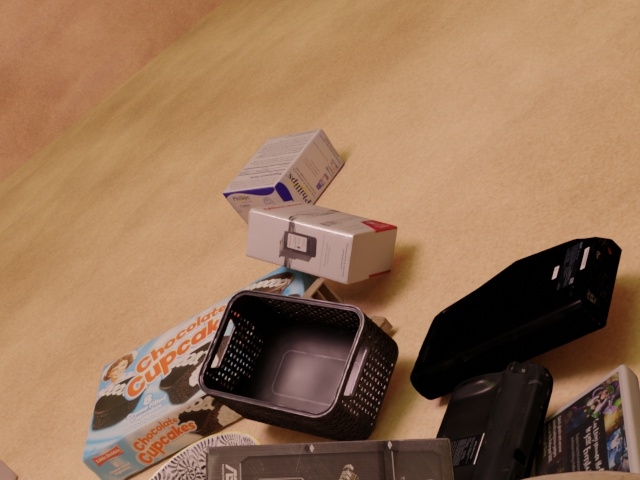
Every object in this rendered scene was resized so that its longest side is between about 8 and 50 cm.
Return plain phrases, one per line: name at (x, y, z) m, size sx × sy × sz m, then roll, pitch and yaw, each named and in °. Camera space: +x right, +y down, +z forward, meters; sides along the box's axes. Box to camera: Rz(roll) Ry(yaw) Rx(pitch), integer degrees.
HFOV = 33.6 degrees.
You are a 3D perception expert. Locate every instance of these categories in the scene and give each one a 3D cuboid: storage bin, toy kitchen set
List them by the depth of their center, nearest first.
storage bin at (-0.024, 0.131, 1.115) m, size 0.180 × 0.084 × 0.122 m, roll 6°, pitch 66°, yaw 36°
toy kitchen set at (0.019, 0.095, 1.202) m, size 0.068 × 0.075 × 0.083 m, roll -49°, pitch 24°, yaw -21°

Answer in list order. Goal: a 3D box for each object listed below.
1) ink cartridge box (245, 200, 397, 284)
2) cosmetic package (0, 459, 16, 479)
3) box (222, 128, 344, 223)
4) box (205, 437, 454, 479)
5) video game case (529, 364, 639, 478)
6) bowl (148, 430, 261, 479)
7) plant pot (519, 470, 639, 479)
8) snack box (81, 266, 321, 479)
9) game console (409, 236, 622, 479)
ink cartridge box at (0.000, 0.000, 1.287) m, size 0.151 × 0.063 × 0.109 m, roll 15°, pitch 14°, yaw 30°
cosmetic package at (-0.476, 0.375, 1.346) m, size 0.117 × 0.085 × 0.231 m, roll -30°, pitch 28°, yaw 12°
box at (-0.056, -0.095, 1.612) m, size 0.126 × 0.072 × 0.137 m, roll -4°, pitch 40°, yaw 48°
box at (0.011, 0.259, 0.748) m, size 0.183 × 0.056 × 0.231 m, roll -1°, pitch 65°, yaw -7°
video game case at (0.180, 0.199, 0.816) m, size 0.173 × 0.022 × 0.190 m, roll -43°, pitch 12°, yaw 27°
bowl at (-0.108, 0.279, 1.049) m, size 0.170 × 0.080 × 0.170 m, roll -28°, pitch 25°, yaw 14°
plant pot at (0.140, 0.264, 0.436) m, size 0.334 × 0.305 × 0.333 m, roll -19°, pitch 41°, yaw 18°
snack box at (-0.140, 0.158, 1.312) m, size 0.322 × 0.060 × 0.187 m, roll -30°, pitch 27°, yaw 14°
game console at (0.149, 0.137, 0.946) m, size 0.213 × 0.044 × 0.361 m, roll -32°, pitch 19°, yaw 41°
